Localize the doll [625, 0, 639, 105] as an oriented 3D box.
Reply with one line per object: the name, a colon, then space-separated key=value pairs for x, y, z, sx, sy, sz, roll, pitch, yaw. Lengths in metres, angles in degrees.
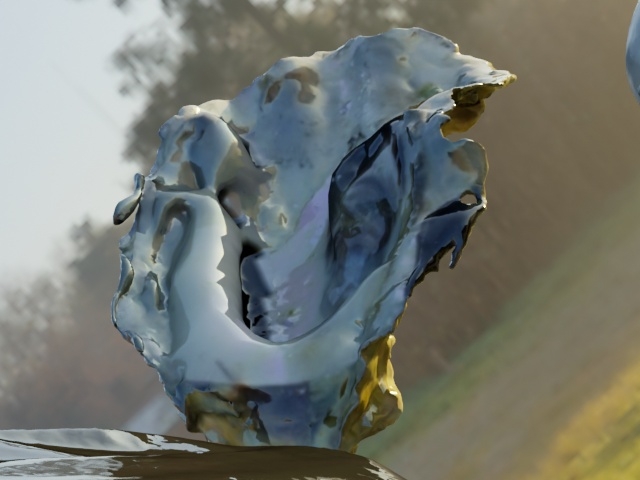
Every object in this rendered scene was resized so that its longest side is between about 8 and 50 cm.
doll: x=0.200 y=-0.096 z=0.752 sx=0.237 sy=0.111 sz=0.252 roll=-79 pitch=3 yaw=-46

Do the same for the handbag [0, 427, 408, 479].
handbag: x=-0.096 y=0.109 z=0.617 sx=0.332 sy=0.075 sz=0.191 roll=8 pitch=-6 yaw=-42

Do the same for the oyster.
oyster: x=0.001 y=0.001 z=1.015 sx=0.238 sy=0.115 sz=0.351 roll=-13 pitch=51 yaw=18
